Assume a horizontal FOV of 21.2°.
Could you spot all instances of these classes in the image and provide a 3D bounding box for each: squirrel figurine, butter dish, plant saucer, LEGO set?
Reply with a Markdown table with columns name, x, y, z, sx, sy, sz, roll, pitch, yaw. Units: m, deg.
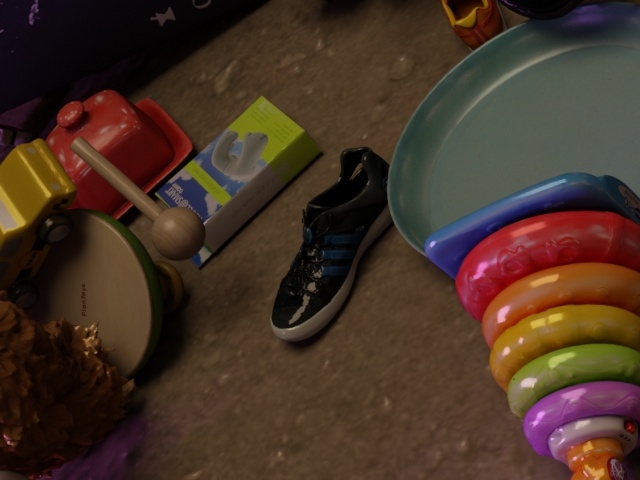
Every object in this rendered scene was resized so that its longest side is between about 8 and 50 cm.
| name | x | y | z | sx | sy | sz | roll | pitch | yaw |
| --- | --- | --- | --- | --- | --- | --- | --- | --- | --- |
| squirrel figurine | -0.391 | 0.163 | 1.637 | 0.397 | 0.370 | 0.281 | 10 | 55 | 11 |
| butter dish | -0.249 | -0.109 | 1.913 | 0.160 | 0.118 | 0.160 | -42 | 39 | 0 |
| plant saucer | 0.210 | -0.090 | 1.573 | 0.317 | 0.044 | 0.317 | -23 | 42 | 22 |
| LEGO set | -0.424 | -0.178 | 2.164 | 0.227 | 0.093 | 0.087 | 20 | 99 | 43 |

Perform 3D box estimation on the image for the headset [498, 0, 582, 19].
| name | x | y | z | sx | sy | sz | roll | pitch | yaw |
| --- | --- | --- | --- | --- | --- | --- | --- | --- | --- |
| headset | 0.205 | -0.339 | 1.649 | 0.394 | 0.185 | 0.243 | -3 | 40 | 10 |

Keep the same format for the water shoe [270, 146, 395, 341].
| name | x | y | z | sx | sy | sz | roll | pitch | yaw |
| --- | --- | --- | --- | --- | --- | --- | --- | --- | --- |
| water shoe | 0.000 | 0.000 | 1.633 | 0.073 | 0.080 | 0.203 | 10 | 61 | 45 |

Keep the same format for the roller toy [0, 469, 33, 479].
| name | x | y | z | sx | sy | sz | roll | pitch | yaw |
| --- | --- | --- | --- | --- | --- | --- | --- | --- | --- |
| roller toy | -0.285 | 0.302 | 1.491 | 0.146 | 0.209 | 0.191 | -29 | 11 | 13 |

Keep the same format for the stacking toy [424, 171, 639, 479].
| name | x | y | z | sx | sy | sz | roll | pitch | yaw |
| --- | --- | --- | --- | --- | --- | --- | --- | --- | --- |
| stacking toy | 0.200 | 0.112 | 1.327 | 0.165 | 0.175 | 0.302 | -24 | 53 | 25 |

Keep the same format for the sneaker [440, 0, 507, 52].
| name | x | y | z | sx | sy | sz | roll | pitch | yaw |
| --- | --- | --- | --- | --- | --- | --- | --- | --- | --- |
| sneaker | 0.148 | -0.263 | 1.772 | 0.064 | 0.067 | 0.175 | -35 | 37 | 11 |

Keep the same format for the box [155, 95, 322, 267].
| name | x | y | z | sx | sy | sz | roll | pitch | yaw |
| --- | --- | --- | --- | --- | --- | --- | --- | --- | --- |
| box | -0.095 | -0.064 | 1.804 | 0.178 | 0.042 | 0.109 | -43 | 38 | -4 |

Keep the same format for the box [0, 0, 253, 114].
| name | x | y | z | sx | sy | sz | roll | pitch | yaw |
| --- | --- | --- | --- | --- | --- | --- | --- | --- | --- |
| box | -0.362 | -0.442 | 1.957 | 0.471 | 0.480 | 0.297 | -24 | 40 | -1 |

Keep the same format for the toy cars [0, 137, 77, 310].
| name | x | y | z | sx | sy | sz | roll | pitch | yaw |
| --- | --- | --- | --- | --- | --- | --- | --- | --- | --- |
| toy cars | -0.392 | 0.002 | 1.771 | 0.393 | 0.087 | 0.176 | -8 | 86 | 46 |

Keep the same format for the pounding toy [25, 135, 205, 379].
| name | x | y | z | sx | sy | sz | roll | pitch | yaw |
| --- | --- | --- | --- | --- | --- | --- | --- | --- | --- |
| pounding toy | -0.197 | 0.028 | 1.738 | 0.183 | 0.110 | 0.237 | 39 | 120 | 23 |
